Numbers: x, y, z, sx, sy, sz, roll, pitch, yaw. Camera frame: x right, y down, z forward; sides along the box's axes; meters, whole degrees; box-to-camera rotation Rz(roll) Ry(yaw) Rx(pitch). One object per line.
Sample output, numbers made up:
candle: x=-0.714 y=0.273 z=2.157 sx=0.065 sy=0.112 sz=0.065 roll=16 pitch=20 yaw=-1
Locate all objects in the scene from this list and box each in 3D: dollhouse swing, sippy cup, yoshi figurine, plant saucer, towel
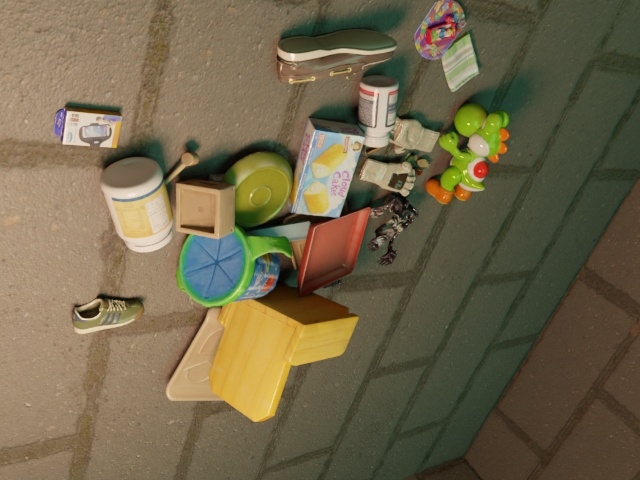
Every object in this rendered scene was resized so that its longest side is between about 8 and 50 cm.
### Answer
dollhouse swing: x=-0.119 y=0.327 z=1.857 sx=0.315 sy=0.347 sz=0.304 roll=-2 pitch=104 yaw=-44
sippy cup: x=-0.234 y=0.072 z=1.734 sx=0.224 sy=0.306 sz=0.240 roll=19 pitch=88 yaw=-62
yoshi figurine: x=0.475 y=-0.303 z=2.037 sx=0.203 sy=0.203 sz=0.362 roll=22 pitch=134 yaw=-4
plant saucer: x=-0.170 y=-0.128 z=1.695 sx=0.241 sy=0.037 sz=0.241 roll=-24 pitch=137 yaw=-24
towel: x=0.420 y=-0.532 z=1.866 sx=0.113 sy=0.023 sz=0.152 roll=-39 pitch=139 yaw=-5
plant saucer: x=0.031 y=0.025 z=1.922 sx=0.259 sy=0.048 sz=0.258 roll=-22 pitch=135 yaw=-44
plant saucer: x=-0.123 y=-0.021 z=1.842 sx=0.192 sy=0.018 sz=0.067 roll=-9 pitch=134 yaw=-1

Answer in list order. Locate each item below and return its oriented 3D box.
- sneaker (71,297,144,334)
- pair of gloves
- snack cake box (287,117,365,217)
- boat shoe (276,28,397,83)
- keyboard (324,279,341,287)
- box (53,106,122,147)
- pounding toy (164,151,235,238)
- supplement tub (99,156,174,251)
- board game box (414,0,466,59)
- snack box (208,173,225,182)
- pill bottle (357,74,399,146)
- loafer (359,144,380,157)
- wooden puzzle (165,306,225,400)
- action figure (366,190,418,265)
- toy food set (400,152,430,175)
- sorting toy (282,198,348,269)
sneaker: x=-0.577 y=0.191 z=1.688 sx=0.192 sy=0.064 sz=0.086 roll=-16 pitch=138 yaw=-23
pair of gloves: x=0.251 y=-0.262 z=1.933 sx=0.204 sy=0.042 sz=0.240 roll=17 pitch=111 yaw=-35
snack cake box: x=0.011 y=-0.202 z=1.759 sx=0.152 sy=0.089 sz=0.264 roll=5 pitch=122 yaw=-20
boat shoe: x=0.042 y=-0.461 z=1.571 sx=0.324 sy=0.116 sz=0.096 roll=-14 pitch=137 yaw=-23
keyboard: x=0.060 y=0.084 z=2.122 sx=0.108 sy=0.023 sz=0.180 roll=-17 pitch=134 yaw=-26
box: x=-0.517 y=-0.251 z=1.383 sx=0.136 sy=0.028 sz=0.081 roll=-4 pitch=127 yaw=-38
pounding toy: x=-0.313 y=-0.126 z=1.588 sx=0.094 sy=0.181 sz=0.206 roll=-32 pitch=129 yaw=-64
supplement tub: x=-0.436 y=-0.085 z=1.500 sx=0.144 sy=0.144 sz=0.199 roll=-23 pitch=136 yaw=-21
board game box: x=0.342 y=-0.586 z=1.741 sx=0.133 sy=0.033 sz=0.168 roll=21 pitch=110 yaw=-40
snack box: x=-0.239 y=-0.132 z=1.691 sx=0.141 sy=0.037 sz=0.100 roll=-8 pitch=128 yaw=-34
pill bottle: x=0.158 y=-0.359 z=1.738 sx=0.108 sy=0.108 sz=0.180 roll=-17 pitch=128 yaw=-26
loafer: x=0.117 y=-0.271 z=1.828 sx=0.170 sy=0.061 sz=0.062 roll=-33 pitch=140 yaw=-9
wooden puzzle: x=-0.313 y=0.367 z=2.044 sx=0.322 sy=0.080 sz=0.347 roll=13 pitch=111 yaw=-44
action figure: x=0.222 y=-0.062 z=2.031 sx=0.164 sy=0.141 sz=0.275 roll=44 pitch=51 yaw=-25
toy food set: x=0.299 y=-0.245 z=2.024 sx=0.122 sy=0.019 sz=0.078 roll=23 pitch=109 yaw=-46
sorting toy: x=0.000 y=0.000 z=1.983 sx=0.229 sy=0.041 sz=0.307 roll=-28 pitch=135 yaw=-16
